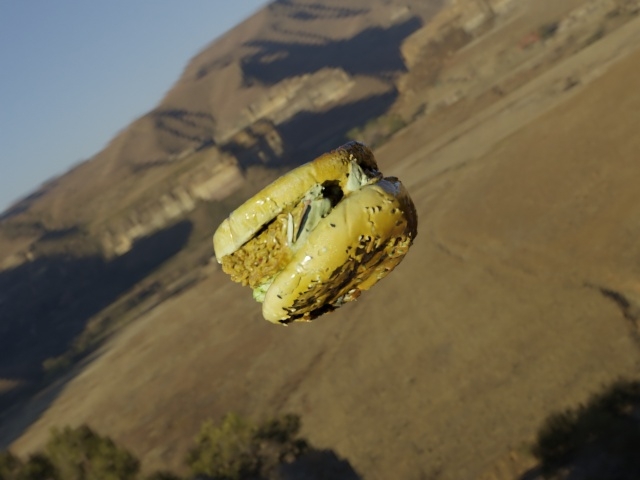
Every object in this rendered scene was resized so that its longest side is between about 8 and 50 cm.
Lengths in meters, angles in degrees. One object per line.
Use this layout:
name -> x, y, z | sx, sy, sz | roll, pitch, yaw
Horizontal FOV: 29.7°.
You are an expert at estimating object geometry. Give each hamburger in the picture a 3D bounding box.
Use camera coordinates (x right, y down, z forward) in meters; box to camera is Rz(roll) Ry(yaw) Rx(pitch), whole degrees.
hamburger -> 0.000, 0.000, 1.073 | 0.177, 0.113, 0.185 | -32, -9, 6
